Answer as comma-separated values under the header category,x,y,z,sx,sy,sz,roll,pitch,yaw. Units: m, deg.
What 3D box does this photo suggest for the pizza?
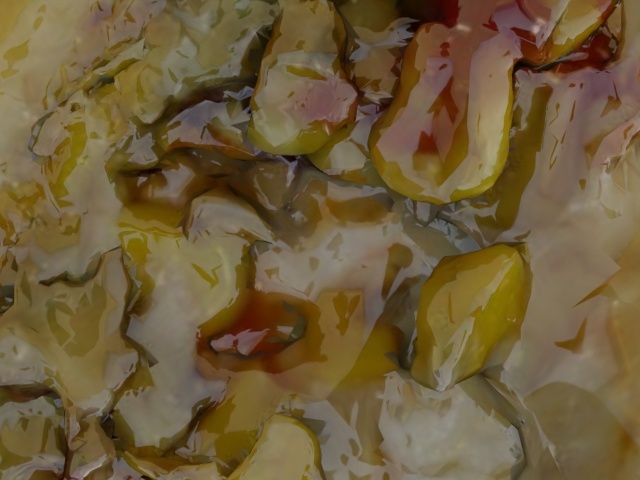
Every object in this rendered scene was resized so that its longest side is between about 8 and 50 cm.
category,x,y,z,sx,sy,sz,roll,pitch,yaw
pizza,-0.009,0.031,0.398,0.251,0.288,0.074,-31,168,18
